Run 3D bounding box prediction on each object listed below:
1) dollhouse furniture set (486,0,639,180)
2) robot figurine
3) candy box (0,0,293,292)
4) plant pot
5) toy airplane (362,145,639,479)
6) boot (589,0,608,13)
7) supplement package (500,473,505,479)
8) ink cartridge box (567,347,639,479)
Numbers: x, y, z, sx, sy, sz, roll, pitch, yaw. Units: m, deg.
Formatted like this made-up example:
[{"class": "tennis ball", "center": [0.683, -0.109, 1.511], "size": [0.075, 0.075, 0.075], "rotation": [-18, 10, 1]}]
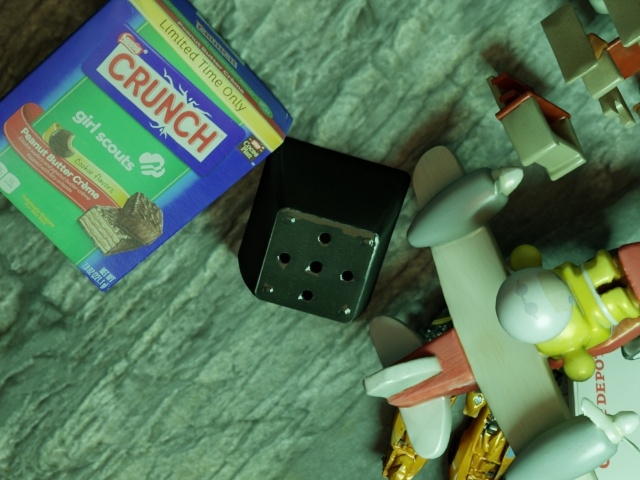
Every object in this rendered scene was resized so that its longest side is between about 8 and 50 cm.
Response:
[{"class": "dollhouse furniture set", "center": [0.331, -0.197, 1.573], "size": [0.259, 0.135, 0.262], "rotation": [-34, 148, 28]}, {"class": "robot figurine", "center": [0.202, 0.218, 1.813], "size": [0.211, 0.085, 0.291], "rotation": [20, 112, -6]}, {"class": "candy box", "center": [-0.239, -0.136, 1.673], "size": [0.317, 0.122, 0.268], "rotation": [-39, 105, 16]}, {"class": "plant pot", "center": [0.000, 0.000, 1.691], "size": [0.187, 0.167, 0.188], "rotation": [16, 111, -4]}, {"class": "toy airplane", "center": [0.226, 0.104, 1.597], "size": [0.386, 0.272, 0.384], "rotation": [23, 78, 14]}, {"class": "boot", "center": [0.410, -0.369, 1.554], "size": [0.244, 0.088, 0.176], "rotation": [-20, 110, -2]}, {"class": "supplement package", "center": [0.378, 0.427, 1.837], "size": [0.293, 0.177, 0.175], "rotation": [22, 115, -5]}, {"class": "ink cartridge box", "center": [0.461, 0.230, 1.734], "size": [0.278, 0.117, 0.201], "rotation": [0, 68, 4]}]
